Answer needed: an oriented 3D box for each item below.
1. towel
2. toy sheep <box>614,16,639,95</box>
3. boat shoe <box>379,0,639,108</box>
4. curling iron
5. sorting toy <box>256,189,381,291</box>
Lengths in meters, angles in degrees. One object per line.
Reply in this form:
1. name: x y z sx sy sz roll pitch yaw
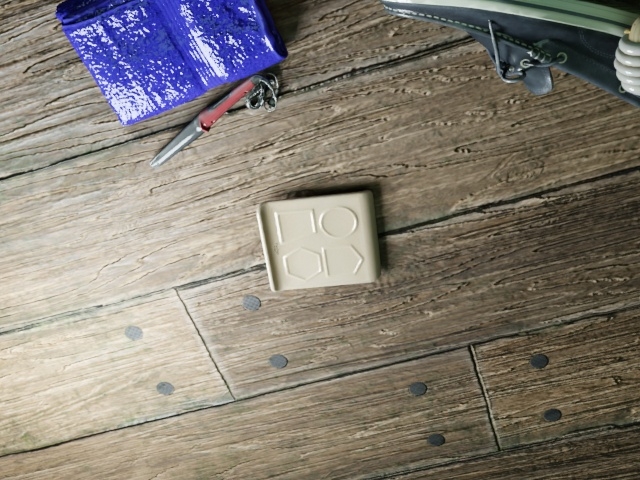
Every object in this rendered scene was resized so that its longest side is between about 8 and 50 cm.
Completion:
1. towel: -0.230 -0.320 1.331 0.308 0.076 0.228 -20 119 14
2. toy sheep: 0.448 -0.245 1.180 0.091 0.091 0.132 -14 120 10
3. boat shoe: 0.312 -0.299 1.269 0.499 0.187 0.156 11 117 -11
4. curling iron: -0.180 -0.193 1.435 0.274 0.035 0.068 -30 117 19
5. sorting toy: 0.000 0.000 1.558 0.208 0.038 0.193 -8 122 1
